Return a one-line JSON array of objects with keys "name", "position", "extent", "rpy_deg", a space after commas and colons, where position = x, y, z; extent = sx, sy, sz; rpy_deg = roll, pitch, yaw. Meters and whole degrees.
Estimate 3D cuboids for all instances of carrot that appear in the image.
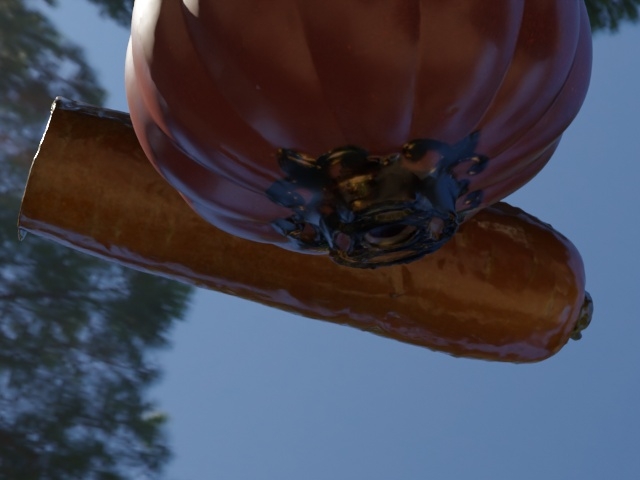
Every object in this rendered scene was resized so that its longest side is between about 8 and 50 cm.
[{"name": "carrot", "position": [0.000, 0.000, 0.631], "extent": [0.225, 0.067, 0.067], "rpy_deg": [14, -98, -6]}]

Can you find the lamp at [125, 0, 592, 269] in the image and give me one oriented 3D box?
[{"name": "lamp", "position": [0.009, -0.041, 0.377], "extent": [0.108, 0.107, 0.092], "rpy_deg": [-18, -116, 15]}]
